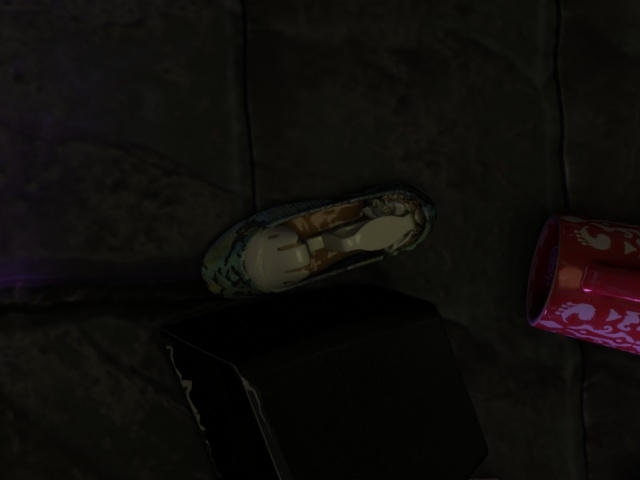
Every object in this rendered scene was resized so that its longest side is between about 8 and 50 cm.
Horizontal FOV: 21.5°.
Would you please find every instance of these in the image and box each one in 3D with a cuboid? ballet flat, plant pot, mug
[{"bbox_3d":[0.000,0.000,1.287,0.188,0.070,0.070,-21,100,-4],"label":"ballet flat"},{"bbox_3d":[0.012,0.129,1.251,0.167,0.187,0.188,-24,104,-18],"label":"plant pot"},{"bbox_3d":[0.256,0.030,1.291,0.169,0.150,0.113,12,62,-4],"label":"mug"}]

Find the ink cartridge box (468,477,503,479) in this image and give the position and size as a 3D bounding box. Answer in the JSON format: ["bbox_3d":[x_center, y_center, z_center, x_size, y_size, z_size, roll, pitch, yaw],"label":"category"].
[{"bbox_3d":[0.093,0.293,1.336,0.115,0.067,0.198,0,98,-8],"label":"ink cartridge box"}]
